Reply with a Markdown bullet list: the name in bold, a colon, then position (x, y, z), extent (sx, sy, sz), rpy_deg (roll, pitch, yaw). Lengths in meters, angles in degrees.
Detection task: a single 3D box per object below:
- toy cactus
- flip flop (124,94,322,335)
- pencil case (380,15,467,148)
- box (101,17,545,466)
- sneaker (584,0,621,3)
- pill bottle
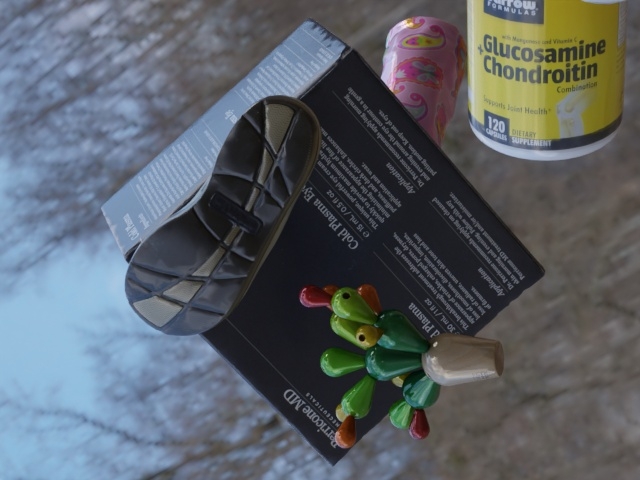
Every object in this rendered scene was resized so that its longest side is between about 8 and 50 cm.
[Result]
- **toy cactus**: position (0.079, 0.117, 1.596), extent (0.112, 0.180, 0.219), rpy_deg (-69, -32, -45)
- **flip flop**: position (-0.086, -0.022, 1.627), extent (0.112, 0.277, 0.080), rpy_deg (36, -162, 8)
- **pencil case**: position (0.115, -0.165, 2.223), extent (0.124, 0.124, 0.284), rpy_deg (38, -133, -25)
- **box**: position (0.000, 0.000, 1.807), extent (0.343, 0.312, 0.179), rpy_deg (48, 180, -23)
- **sneaker**: position (0.180, -0.250, 0.601), extent (0.130, 0.236, 0.323), rpy_deg (29, -124, -21)
- **pill bottle**: position (0.145, -0.152, 1.085), extent (0.103, 0.103, 0.184), rpy_deg (-58, -30, -52)
